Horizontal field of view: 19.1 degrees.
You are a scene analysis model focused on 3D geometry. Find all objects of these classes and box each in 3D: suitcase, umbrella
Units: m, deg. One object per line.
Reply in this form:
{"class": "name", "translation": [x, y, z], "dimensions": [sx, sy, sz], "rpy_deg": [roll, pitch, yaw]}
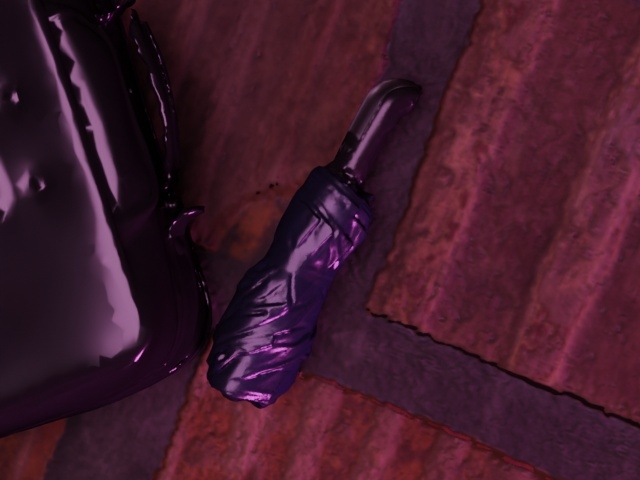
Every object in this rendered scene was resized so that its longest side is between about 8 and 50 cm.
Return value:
{"class": "suitcase", "translation": [-0.255, -0.034, 1.305], "dimensions": [0.339, 0.188, 0.345], "rpy_deg": [-20, 83, 18]}
{"class": "umbrella", "translation": [-0.006, -0.003, 1.297], "dimensions": [0.071, 0.071, 0.248], "rpy_deg": [25, 94, 15]}
